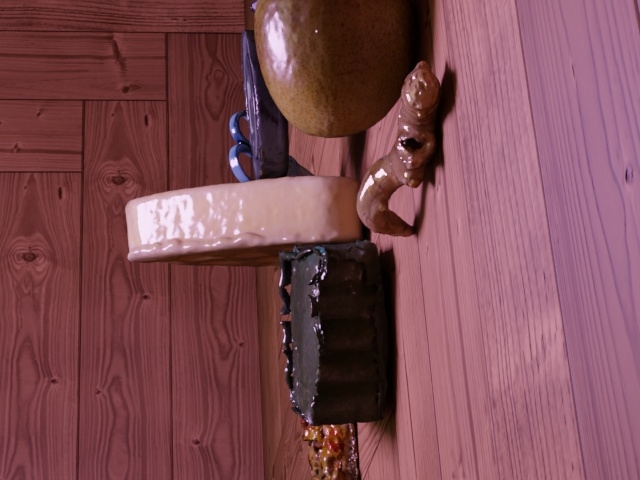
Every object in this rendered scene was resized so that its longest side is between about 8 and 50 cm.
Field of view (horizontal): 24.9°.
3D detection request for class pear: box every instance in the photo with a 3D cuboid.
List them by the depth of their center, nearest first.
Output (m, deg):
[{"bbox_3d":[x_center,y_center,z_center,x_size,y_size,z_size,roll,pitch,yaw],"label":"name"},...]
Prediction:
[{"bbox_3d":[0.017,-0.246,1.701,0.228,0.188,0.211,-97,2,-45],"label":"pear"}]

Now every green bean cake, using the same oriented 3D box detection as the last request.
[{"bbox_3d":[0.019,0.121,1.956,0.255,0.132,0.241,166,103,-81],"label":"green bean cake"}]

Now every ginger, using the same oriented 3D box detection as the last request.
[{"bbox_3d":[0.094,-0.089,1.611,0.288,0.075,0.089,104,159,-50],"label":"ginger"}]

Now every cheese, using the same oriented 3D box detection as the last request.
[{"bbox_3d":[-0.123,-0.020,2.214,0.384,0.384,0.104,134,134,-80],"label":"cheese"}]

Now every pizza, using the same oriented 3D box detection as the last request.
[{"bbox_3d":[0.017,0.290,2.238,0.251,0.074,0.288,-106,15,-57],"label":"pizza"}]

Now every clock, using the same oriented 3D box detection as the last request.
[{"bbox_3d":[-0.082,-0.199,2.132,0.226,0.049,0.226,173,90,-84],"label":"clock"}]

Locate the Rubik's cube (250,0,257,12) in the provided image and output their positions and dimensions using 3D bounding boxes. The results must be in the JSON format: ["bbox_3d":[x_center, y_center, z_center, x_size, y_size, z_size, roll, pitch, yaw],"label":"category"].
[{"bbox_3d":[0.020,-0.279,1.952,0.211,0.190,0.178,92,157,-55],"label":"Rubik's cube"}]

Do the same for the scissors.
[{"bbox_3d":[-0.057,-0.110,2.307,0.256,0.030,0.125,31,-132,-45],"label":"scissors"}]
